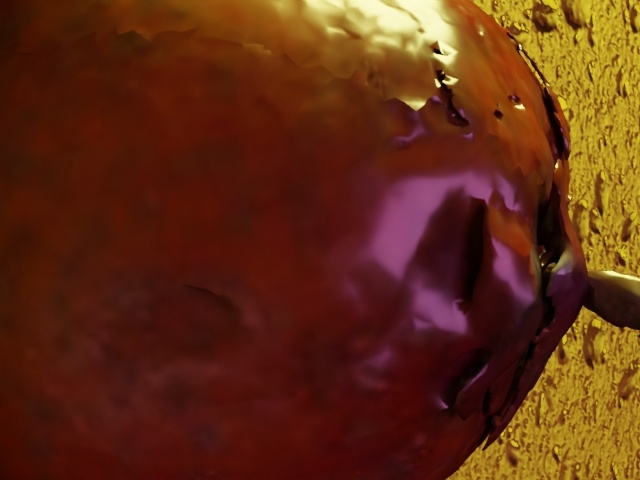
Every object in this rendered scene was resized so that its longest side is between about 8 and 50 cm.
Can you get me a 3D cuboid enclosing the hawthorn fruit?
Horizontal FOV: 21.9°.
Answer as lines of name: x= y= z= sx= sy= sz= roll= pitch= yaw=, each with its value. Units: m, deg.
hawthorn fruit: x=0.000 y=0.000 z=0.679 sx=0.276 sy=0.307 sz=0.276 roll=4 pitch=90 yaw=-69
